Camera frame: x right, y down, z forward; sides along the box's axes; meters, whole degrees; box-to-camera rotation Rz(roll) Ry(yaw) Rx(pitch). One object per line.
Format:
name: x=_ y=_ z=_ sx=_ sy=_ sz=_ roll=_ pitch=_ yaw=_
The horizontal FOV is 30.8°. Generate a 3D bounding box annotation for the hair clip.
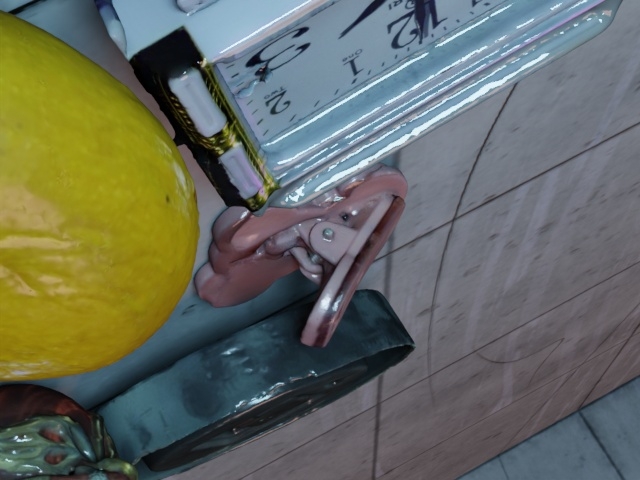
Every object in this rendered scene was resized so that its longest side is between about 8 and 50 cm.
hair clip: x=-0.009 y=-0.006 z=0.793 sx=0.138 sy=0.102 sz=0.123 roll=-58 pitch=174 yaw=-28

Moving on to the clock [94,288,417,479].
clock: x=-0.058 y=0.121 z=0.926 sx=0.281 sy=0.055 sz=0.280 roll=-25 pitch=168 yaw=-6

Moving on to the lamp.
lamp: x=-0.219 y=0.172 z=0.784 sx=0.223 sy=0.151 sz=0.215 roll=6 pitch=164 yaw=15

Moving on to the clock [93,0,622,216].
clock: x=0.035 y=-0.121 z=0.508 sx=0.253 sy=0.083 sz=0.186 roll=-30 pitch=160 yaw=-1

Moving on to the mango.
mango: x=-0.162 y=-0.020 z=0.416 sx=0.176 sy=0.119 sz=0.317 roll=-24 pitch=153 yaw=36
